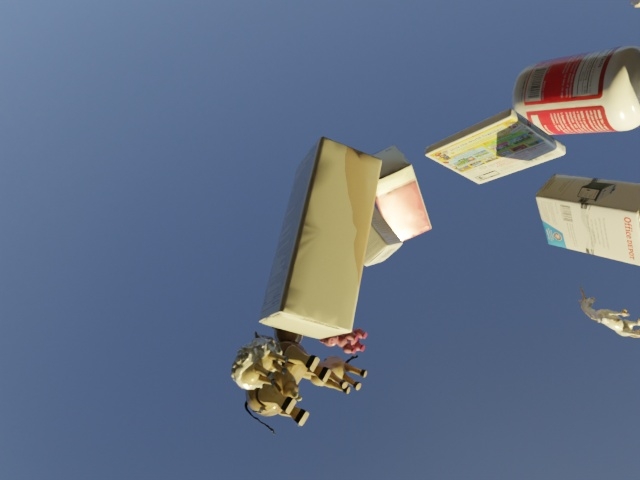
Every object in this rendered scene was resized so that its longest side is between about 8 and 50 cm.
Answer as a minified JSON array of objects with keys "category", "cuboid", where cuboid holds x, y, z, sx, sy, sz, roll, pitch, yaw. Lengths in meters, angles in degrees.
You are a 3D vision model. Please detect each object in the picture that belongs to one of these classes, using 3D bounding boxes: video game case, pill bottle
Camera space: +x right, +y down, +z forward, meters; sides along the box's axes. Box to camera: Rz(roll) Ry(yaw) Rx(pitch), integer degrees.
[{"category":"video game case","cuboid":[0.392,-0.205,1.059,0.227,0.206,0.026,-18,-120,52]},{"category":"pill bottle","cuboid":[0.795,-0.428,1.347,0.408,0.229,0.229,15,-107,55]}]

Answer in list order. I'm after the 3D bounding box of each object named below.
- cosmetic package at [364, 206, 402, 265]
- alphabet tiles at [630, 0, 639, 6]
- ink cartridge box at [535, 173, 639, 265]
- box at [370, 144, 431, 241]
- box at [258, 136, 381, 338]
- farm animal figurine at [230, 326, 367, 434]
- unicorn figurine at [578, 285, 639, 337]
[{"category":"cosmetic package","cuboid":[0.093,-0.054,1.168,0.085,0.117,0.231,-43,-107,23]},{"category":"alphabet tiles","cuboid":[0.186,-0.251,0.195,0.021,0.277,0.284,10,-141,19]},{"category":"ink cartridge box","cuboid":[0.536,-0.044,0.901,0.082,0.139,0.191,-44,-146,-19]},{"category":"box","cuboid":[0.213,-0.130,1.345,0.127,0.232,0.148,-24,-146,5]},{"category":"box","cuboid":[0.000,0.000,0.801,0.121,0.148,0.310,18,-110,-16]},{"category":"farm animal figurine","cuboid":[-0.051,0.265,1.042,0.172,0.330,0.327,14,-137,36]},{"category":"unicorn figurine","cuboid":[0.677,0.179,1.079,0.162,0.111,0.060,45,-99,3]}]
